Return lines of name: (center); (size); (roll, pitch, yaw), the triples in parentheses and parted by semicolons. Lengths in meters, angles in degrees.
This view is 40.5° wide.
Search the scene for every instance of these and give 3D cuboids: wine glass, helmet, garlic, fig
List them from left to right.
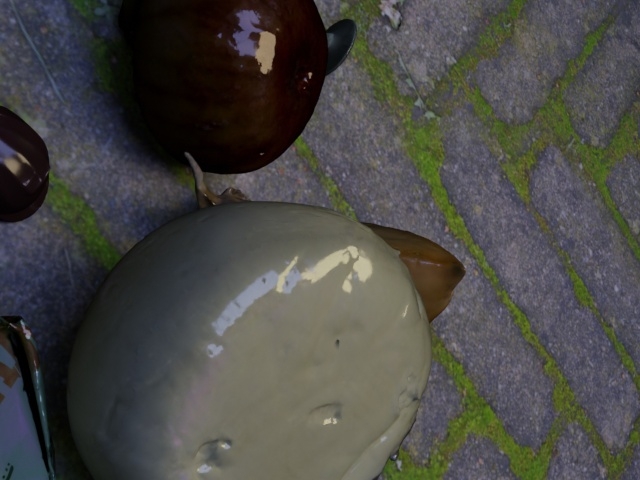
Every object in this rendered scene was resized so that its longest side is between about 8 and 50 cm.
helmet: (-0.298, -0.077, 0.812); (0.123, 0.070, 0.098); (39, 57, -27)
fig: (-0.100, -0.190, 0.929); (0.235, 0.215, 0.234); (21, 65, -52)
wine glass: (-0.056, -0.286, 1.055); (0.202, 0.093, 0.092); (31, 61, -35)
garlic: (-0.016, 0.002, 0.968); (0.339, 0.196, 0.151); (23, 56, -15)

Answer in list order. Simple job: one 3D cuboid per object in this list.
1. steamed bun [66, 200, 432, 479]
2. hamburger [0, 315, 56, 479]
steamed bun: (-0.078, 0.108, 0.813); (0.334, 0.233, 0.311); (-39, 127, -23)
hamburger: (-0.333, 0.149, 0.696); (0.235, 0.125, 0.214); (-16, 85, -46)
